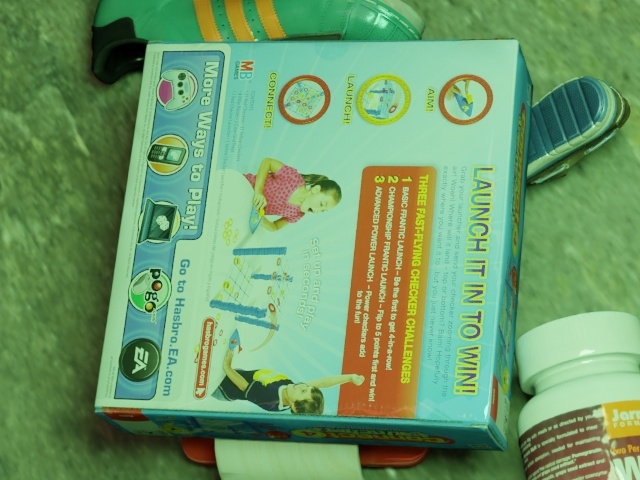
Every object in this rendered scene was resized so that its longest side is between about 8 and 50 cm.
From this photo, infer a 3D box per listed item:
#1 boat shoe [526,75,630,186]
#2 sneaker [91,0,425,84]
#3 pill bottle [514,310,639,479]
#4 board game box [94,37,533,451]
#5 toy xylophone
[{"bbox_3d":[0.170,-0.070,1.561,0.183,0.066,0.066,-24,67,34],"label":"boat shoe"},{"bbox_3d":[-0.059,-0.164,1.644,0.302,0.108,0.121,9,74,26],"label":"sneaker"},{"bbox_3d":[0.213,0.172,1.437,0.121,0.121,0.221,-13,68,10],"label":"pill bottle"},{"bbox_3d":[0.000,0.000,1.484,0.302,0.086,0.308,2,71,15],"label":"board game box"},{"bbox_3d":[0.015,0.066,1.549,0.236,0.081,0.322,6,72,17],"label":"toy xylophone"}]
